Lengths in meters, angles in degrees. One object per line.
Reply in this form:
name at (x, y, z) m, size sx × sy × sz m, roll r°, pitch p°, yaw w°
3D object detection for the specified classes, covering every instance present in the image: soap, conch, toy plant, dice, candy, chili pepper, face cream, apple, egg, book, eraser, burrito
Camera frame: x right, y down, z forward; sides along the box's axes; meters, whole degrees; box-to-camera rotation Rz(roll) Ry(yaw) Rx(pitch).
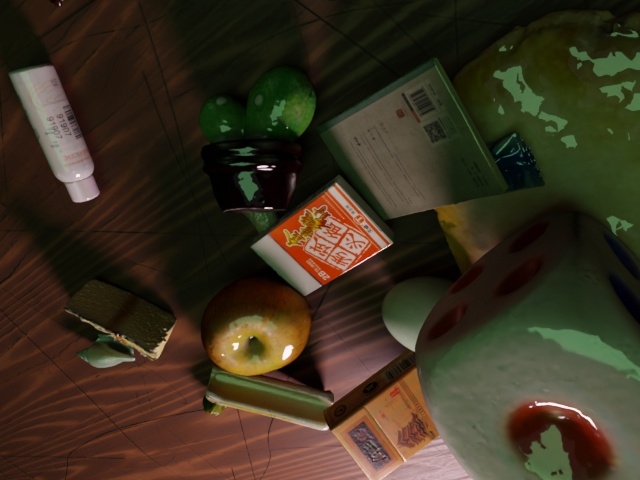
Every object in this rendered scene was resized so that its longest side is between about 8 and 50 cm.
soap at (-0.117, 0.355, 1.059) m, size 0.274 × 0.089 × 0.173 m, roll 15°, pitch 163°, yaw -4°
conch at (-0.573, 0.293, 1.234) m, size 0.180 × 0.088 × 0.065 m, roll -2°, pitch 162°, yaw 9°
toy plant at (-0.108, -0.166, 0.786) m, size 0.218 × 0.175 × 0.235 m, roll -2°, pitch 93°, yaw 23°
dice at (0.321, 0.164, 0.613) m, size 0.304 × 0.304 × 0.277 m, roll 47°, pitch 127°, yaw 3°
candy at (0.244, -0.102, 0.678) m, size 0.136 × 0.038 × 0.088 m, roll -11°, pitch 113°, yaw 41°
chili pepper at (-0.260, 0.409, 1.196) m, size 0.073 × 0.072 × 0.204 m, roll 39°, pitch 120°, yaw -10°
face cream at (-0.514, -0.205, 0.919) m, size 0.082 × 0.082 × 0.269 m, roll -3°, pitch 118°, yaw 17°
apple at (-0.132, 0.171, 0.973) m, size 0.234 × 0.173 × 0.210 m, roll -7°, pitch 119°, yaw 8°
egg at (0.210, 0.142, 0.869) m, size 0.192 × 0.149 × 0.149 m, roll 8°, pitch 121°, yaw 17°
book at (0.126, -0.134, 0.725) m, size 0.215 × 0.025 × 0.282 m, roll 55°, pitch 151°, yaw -16°
eraser at (0.000, 0.000, 0.872) m, size 0.230 × 0.038 × 0.157 m, roll -34°, pitch 113°, yaw 30°
burrito at (-0.108, -0.034, 0.922) m, size 0.058 × 0.045 × 0.188 m, roll -15°, pitch 118°, yaw 39°

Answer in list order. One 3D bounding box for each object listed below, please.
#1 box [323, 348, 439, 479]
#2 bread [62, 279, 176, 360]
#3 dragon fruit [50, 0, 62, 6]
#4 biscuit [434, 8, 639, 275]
box at (0.167, 0.355, 0.973) m, size 0.274 × 0.076 × 0.174 m, roll -35°, pitch 106°, yaw -4°
bread at (-0.492, 0.229, 1.124) m, size 0.240 × 0.135 × 0.178 m, roll 27°, pitch 122°, yaw -3°
dragon fruit at (-0.395, -0.569, 0.667) m, size 0.282 × 0.100 × 0.343 m, roll 43°, pitch 118°, yaw -8°
biscuit at (0.365, -0.104, 0.700) m, size 0.429 × 0.104 × 0.446 m, roll -17°, pitch 112°, yaw 39°
